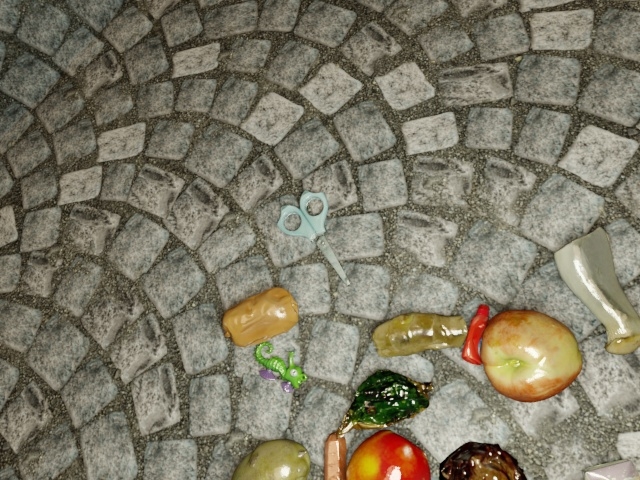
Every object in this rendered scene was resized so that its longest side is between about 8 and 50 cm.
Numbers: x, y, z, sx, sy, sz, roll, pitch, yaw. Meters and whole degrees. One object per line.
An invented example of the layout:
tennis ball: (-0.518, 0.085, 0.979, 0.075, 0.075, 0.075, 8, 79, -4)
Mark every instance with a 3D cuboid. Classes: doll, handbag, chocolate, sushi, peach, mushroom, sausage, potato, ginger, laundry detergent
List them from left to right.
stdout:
sausage: (-0.185, 0.236, 1.369, 0.241, 0.120, 0.136, -21, 57, 7)
potato: (-0.128, 0.639, 1.210, 0.174, 0.159, 0.251, 45, 99, -4)
doll: (-0.124, 0.375, 1.349, 0.190, 0.050, 0.115, 23, 83, 21)
sausage: (0.041, 0.607, 1.227, 0.065, 0.065, 0.170, -3, 74, 12)
sushi: (0.164, 0.427, 1.214, 0.286, 0.140, 0.149, -18, 75, 6)
peach: (0.167, 0.606, 1.132, 0.196, 0.190, 0.226, 33, 76, -7)
ginger: (0.273, 0.261, 1.260, 0.262, 0.109, 0.117, -8, 68, 10)
laundry detergent: (0.432, 0.253, 1.237, 0.049, 0.097, 0.166, 3, 63, 39)
chocolate: (0.406, 0.606, 1.082, 0.223, 0.177, 0.207, 3, 73, 13)
peach: (0.540, 0.286, 1.144, 0.232, 0.256, 0.233, 11, 105, 46)
mushroom: (0.750, 0.131, 1.186, 0.159, 0.122, 0.329, -24, 69, 14)
handbag: (0.712, 0.620, 1.056, 0.117, 0.095, 0.173, -21, 61, 12)

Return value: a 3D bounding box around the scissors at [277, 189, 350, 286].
scissors: (0.000, 0.000, 1.454, 0.191, 0.029, 0.360, -35, 70, 5)
